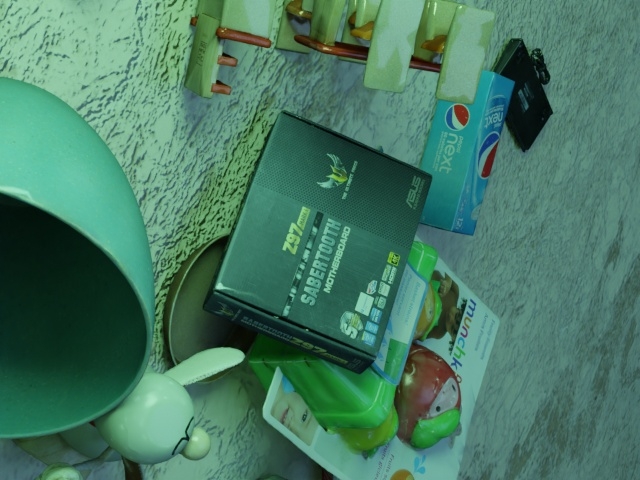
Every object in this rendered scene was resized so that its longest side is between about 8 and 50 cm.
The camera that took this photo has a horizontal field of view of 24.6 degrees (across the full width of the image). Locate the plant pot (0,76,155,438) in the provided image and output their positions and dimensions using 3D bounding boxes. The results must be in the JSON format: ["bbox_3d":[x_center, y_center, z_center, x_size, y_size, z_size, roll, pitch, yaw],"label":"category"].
[{"bbox_3d":[-0.259,-0.012,1.128,0.195,0.290,0.290,-85,162,-44],"label":"plant pot"}]

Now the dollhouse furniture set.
[{"bbox_3d":[0.006,-0.194,1.456,0.259,0.262,0.135,7,102,-23],"label":"dollhouse furniture set"}]

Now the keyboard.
[{"bbox_3d":[0.286,-0.213,2.061,0.108,0.023,0.180,-56,145,-15],"label":"keyboard"}]

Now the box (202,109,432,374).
[{"bbox_3d":[0.000,0.000,1.540,0.059,0.183,0.233,126,-15,-61],"label":"box"}]

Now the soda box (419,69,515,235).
[{"bbox_3d":[0.182,-0.117,1.898,0.067,0.071,0.210,9,96,-57],"label":"soda box"}]

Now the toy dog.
[{"bbox_3d":[-0.157,0.168,1.304,0.161,0.334,0.220,31,100,-19],"label":"toy dog"}]

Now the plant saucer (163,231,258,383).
[{"bbox_3d":[-0.115,0.069,1.572,0.168,0.029,0.168,-29,126,-49],"label":"plant saucer"}]

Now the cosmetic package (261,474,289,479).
[{"bbox_3d":[-0.050,0.396,1.708,0.151,0.151,0.184,-12,114,-54],"label":"cosmetic package"}]

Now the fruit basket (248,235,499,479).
[{"bbox_3d":[0.091,0.141,1.702,0.353,0.165,0.327,40,57,-33],"label":"fruit basket"}]

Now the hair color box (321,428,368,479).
[{"bbox_3d":[0.053,0.239,1.848,0.093,0.053,0.167,-5,115,-16],"label":"hair color box"}]

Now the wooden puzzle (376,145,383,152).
[{"bbox_3d":[0.058,-0.078,1.789,0.049,0.006,0.083,33,76,-57],"label":"wooden puzzle"}]
